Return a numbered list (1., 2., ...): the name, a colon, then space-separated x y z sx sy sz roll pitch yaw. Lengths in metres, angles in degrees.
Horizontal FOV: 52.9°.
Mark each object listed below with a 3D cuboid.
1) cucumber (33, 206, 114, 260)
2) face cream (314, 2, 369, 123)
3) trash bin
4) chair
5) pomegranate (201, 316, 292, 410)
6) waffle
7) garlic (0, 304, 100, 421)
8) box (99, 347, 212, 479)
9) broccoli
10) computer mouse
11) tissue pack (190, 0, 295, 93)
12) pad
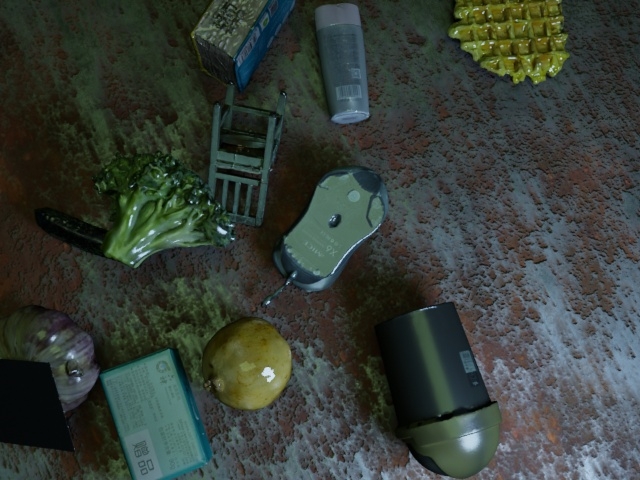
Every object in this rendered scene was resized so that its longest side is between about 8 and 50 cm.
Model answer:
1. cucumber: -0.499 -0.010 1.373 0.245 0.067 0.067 18 80 1
2. face cream: 0.053 -0.406 1.467 0.107 0.073 0.270 -6 81 -10
3. trash bin: 0.235 0.308 1.295 0.214 0.214 0.334 -17 77 -6
4. chair: -0.163 -0.189 1.402 0.136 0.147 0.271 10 123 0
5. pomegranate: -0.154 0.251 1.290 0.196 0.196 0.196 1 81 -4
6. waffle: 0.460 -0.529 1.524 0.307 0.060 0.312 27 82 0
7. garlic: -0.546 0.240 1.280 0.244 0.160 0.245 3 103 12
8. box: -0.330 0.357 1.306 0.153 0.092 0.245 -19 81 -6
9. broccoli: -0.331 -0.043 1.304 0.288 0.248 0.246 23 72 45
10. computer mouse: 0.000 0.000 1.393 0.167 0.090 0.379 41 87 9
11. tissue pack: -0.165 -0.489 1.406 0.134 0.192 0.271 30 79 0
12. pad: -0.620 0.310 1.239 0.299 0.005 0.202 0 112 17
